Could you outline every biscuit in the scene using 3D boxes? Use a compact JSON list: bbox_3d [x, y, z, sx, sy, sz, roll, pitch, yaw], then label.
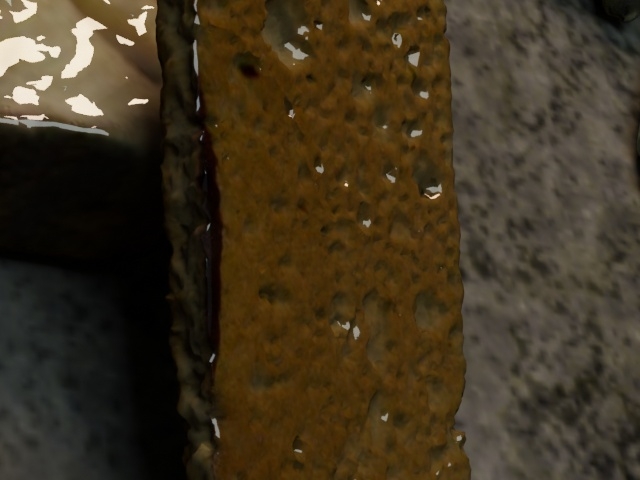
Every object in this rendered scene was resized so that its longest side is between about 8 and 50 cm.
[{"bbox_3d":[0.000,0.000,0.615,0.131,0.025,0.231,6,80,-49],"label":"biscuit"}]

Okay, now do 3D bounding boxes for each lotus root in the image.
[{"bbox_3d":[-0.137,-0.095,0.629,0.260,0.074,0.170,39,48,-4],"label":"lotus root"}]

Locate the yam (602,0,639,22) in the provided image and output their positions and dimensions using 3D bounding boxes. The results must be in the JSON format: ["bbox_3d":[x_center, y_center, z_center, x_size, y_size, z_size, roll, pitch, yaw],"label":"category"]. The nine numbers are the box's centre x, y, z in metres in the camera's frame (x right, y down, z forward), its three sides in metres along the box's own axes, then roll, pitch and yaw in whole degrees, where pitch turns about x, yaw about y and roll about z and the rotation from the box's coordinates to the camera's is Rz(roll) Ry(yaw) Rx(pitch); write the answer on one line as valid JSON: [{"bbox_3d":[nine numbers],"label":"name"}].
[{"bbox_3d":[0.148,-0.192,0.924,0.027,0.029,0.234,-3,50,12],"label":"yam"}]

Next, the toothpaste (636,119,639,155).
[{"bbox_3d":[0.154,-0.072,0.849,0.037,0.021,0.140,35,43,-15],"label":"toothpaste"}]
